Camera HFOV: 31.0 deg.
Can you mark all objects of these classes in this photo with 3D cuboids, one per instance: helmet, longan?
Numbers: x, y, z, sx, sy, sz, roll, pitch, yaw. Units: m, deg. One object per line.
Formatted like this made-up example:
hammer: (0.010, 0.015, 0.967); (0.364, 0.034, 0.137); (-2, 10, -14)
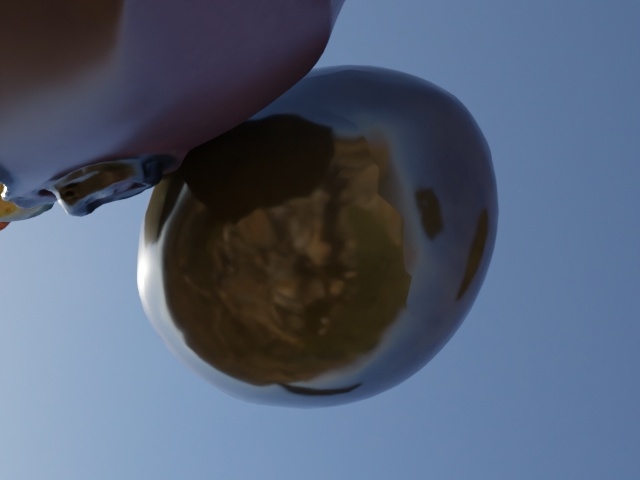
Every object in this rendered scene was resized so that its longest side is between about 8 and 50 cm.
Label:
helmet: (-0.077, -0.162, 0.454); (0.197, 0.338, 0.271); (-14, -106, 24)
longan: (0.000, 0.000, 0.638); (0.212, 0.198, 0.198); (-28, -84, 7)

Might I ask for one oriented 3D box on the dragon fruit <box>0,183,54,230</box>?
dragon fruit: (-0.265, -0.096, 0.736); (0.224, 0.224, 0.227); (-9, -59, 25)
